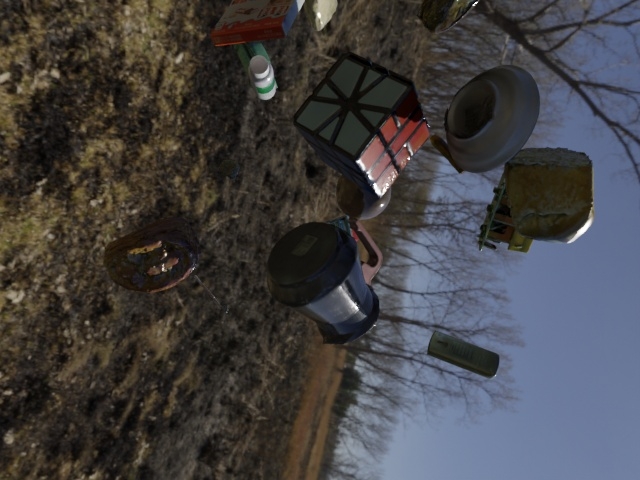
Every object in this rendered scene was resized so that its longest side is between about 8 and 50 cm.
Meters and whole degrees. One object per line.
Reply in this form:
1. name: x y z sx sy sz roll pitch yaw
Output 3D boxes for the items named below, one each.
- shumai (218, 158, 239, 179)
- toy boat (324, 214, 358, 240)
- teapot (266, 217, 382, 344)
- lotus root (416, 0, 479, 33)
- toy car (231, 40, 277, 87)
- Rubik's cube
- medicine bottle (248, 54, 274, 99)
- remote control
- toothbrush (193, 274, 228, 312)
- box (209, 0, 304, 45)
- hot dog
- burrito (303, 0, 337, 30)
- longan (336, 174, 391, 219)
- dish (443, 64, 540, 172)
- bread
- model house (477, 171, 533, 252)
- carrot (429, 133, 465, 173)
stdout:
1. shumai: -0.356 -0.287 1.893 0.082 0.083 0.080 62 11 -8
2. toy boat: 0.000 0.000 2.046 0.133 0.331 0.145 5 67 -45
3. teapot: 0.044 0.119 1.513 0.376 0.305 0.362 -51 131 -20
4. lotus root: 0.514 -0.942 1.852 0.274 0.160 0.152 -38 -156 28
5. toy car: -0.305 -0.835 2.175 0.141 0.097 0.321 -36 104 -52
6. Rubik's cube: 0.134 -0.352 1.471 0.294 0.288 0.283 -49 149 -2
7. medicine bottle: -0.220 -0.610 1.778 0.260 0.095 0.095 -178 -82 -89
8. remote control: 0.480 0.384 1.599 0.038 0.233 0.098 93 23 -45
9. toothbrush: -0.422 0.204 1.817 0.017 0.194 0.014 -46 168 -5
10. box: -0.198 -0.754 1.568 0.048 0.273 0.265 62 38 -49
11. hot dog: -0.481 0.045 1.336 0.122 0.271 0.196 -113 -179 -57
12. burrito: -0.017 -1.059 1.943 0.190 0.135 0.332 -57 165 -15
13. longan: 0.210 -0.244 2.368 0.297 0.296 0.298 11 90 -86
14. dish: 0.452 -0.357 1.344 0.316 0.106 0.317 -26 -123 50
15. bread: 0.703 -0.146 1.489 0.395 0.239 0.264 -40 125 -65
16. model house: 0.802 -0.057 1.809 0.340 0.323 0.301 -45 150 -66
17. carrot: 0.448 -0.301 1.659 0.042 0.171 0.042 -38 175 -4
